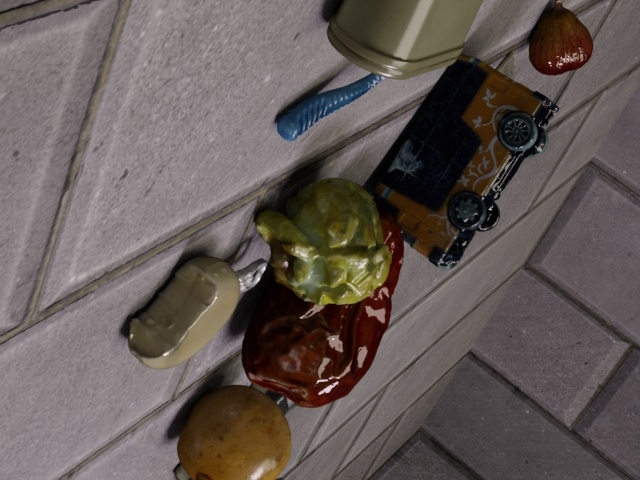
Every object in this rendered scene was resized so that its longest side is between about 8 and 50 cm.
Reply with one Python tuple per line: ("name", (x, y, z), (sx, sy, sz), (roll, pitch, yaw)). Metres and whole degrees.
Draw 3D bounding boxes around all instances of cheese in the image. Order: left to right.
("cheese", (-0.159, 0.093, 1.666), (0.163, 0.071, 0.249), (-55, 165, 11))

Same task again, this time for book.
("book", (0.301, -0.259, 2.293), (0.172, 0.012, 0.118), (-50, 164, -6))

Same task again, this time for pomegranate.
("pomegranate", (-0.135, 0.328, 2.058), (0.196, 0.196, 0.196), (-47, 164, -18))

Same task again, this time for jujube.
("jujube", (0.016, 0.094, 1.947), (0.342, 0.216, 0.216), (-66, 164, -2))

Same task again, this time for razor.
("razor", (0.033, -0.198, 1.615), (0.253, 0.042, 0.082), (-38, 161, -38))

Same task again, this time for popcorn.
("popcorn", (0.000, 0.000, 1.762), (0.212, 0.198, 0.198), (-6, 138, -33))

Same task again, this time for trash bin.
("trash bin", (0.134, -0.331, 1.474), (0.243, 0.121, 0.247), (-28, 148, -56))

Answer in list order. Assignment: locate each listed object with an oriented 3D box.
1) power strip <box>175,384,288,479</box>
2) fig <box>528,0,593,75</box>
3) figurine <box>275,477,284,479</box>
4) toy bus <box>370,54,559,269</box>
("power strip", (-0.164, 0.367, 2.271), (0.256, 0.070, 0.105), (-48, 162, -19))
("fig", (0.449, -0.373, 2.269), (0.119, 0.119, 0.153), (-39, 161, -39))
("figurine", (-0.120, 0.607, 2.731), (0.173, 0.177, 0.247), (-32, 150, -4))
("toy bus", (0.232, -0.129, 2.052), (0.323, 0.194, 0.162), (-58, 164, 9))
